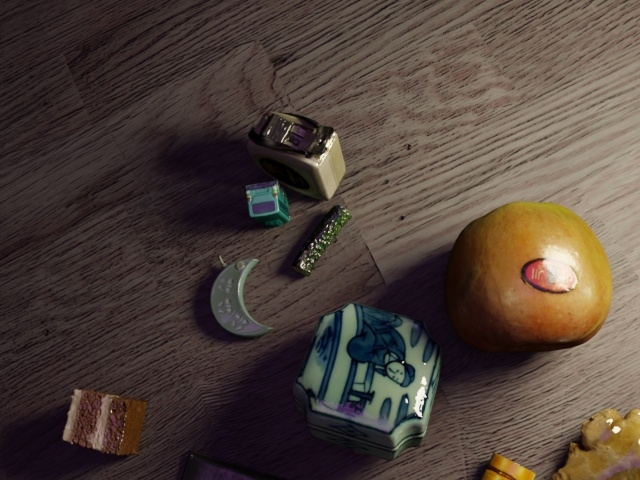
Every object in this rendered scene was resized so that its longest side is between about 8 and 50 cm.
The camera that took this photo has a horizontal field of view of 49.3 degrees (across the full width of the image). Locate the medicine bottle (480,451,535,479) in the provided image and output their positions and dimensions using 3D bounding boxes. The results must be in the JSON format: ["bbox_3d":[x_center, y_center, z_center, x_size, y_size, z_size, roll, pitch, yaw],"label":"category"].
[{"bbox_3d":[0.354,0.539,1.414,0.096,0.096,0.192,24,80,15],"label":"medicine bottle"}]

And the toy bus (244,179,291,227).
[{"bbox_3d":[-0.121,-0.082,1.636,0.079,0.160,0.092,-9,82,6],"label":"toy bus"}]

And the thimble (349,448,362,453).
[{"bbox_3d":[0.083,0.406,1.513,0.084,0.062,0.110,-31,72,1],"label":"thimble"}]

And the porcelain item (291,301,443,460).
[{"bbox_3d":[0.100,0.286,1.453,0.285,0.157,0.282,15,56,14],"label":"porcelain item"}]

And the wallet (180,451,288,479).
[{"bbox_3d":[-0.181,0.570,1.527,0.285,0.030,0.146,12,73,13],"label":"wallet"}]

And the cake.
[{"bbox_3d":[-0.484,0.409,1.565,0.147,0.135,0.135,4,75,5],"label":"cake"}]

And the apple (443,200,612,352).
[{"bbox_3d":[0.417,0.069,1.413,0.338,0.338,0.305,-3,76,8],"label":"apple"}]

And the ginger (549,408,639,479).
[{"bbox_3d":[0.571,0.451,1.389,0.269,0.123,0.219,-13,76,6],"label":"ginger"}]

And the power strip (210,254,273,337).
[{"bbox_3d":[-0.195,0.130,1.645,0.137,0.044,0.216,-17,73,5],"label":"power strip"}]

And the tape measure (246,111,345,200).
[{"bbox_3d":[-0.063,-0.217,1.601,0.231,0.271,0.133,26,80,14],"label":"tape measure"}]

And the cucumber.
[{"bbox_3d":[0.000,0.000,1.646,0.058,0.058,0.187,35,84,16],"label":"cucumber"}]
